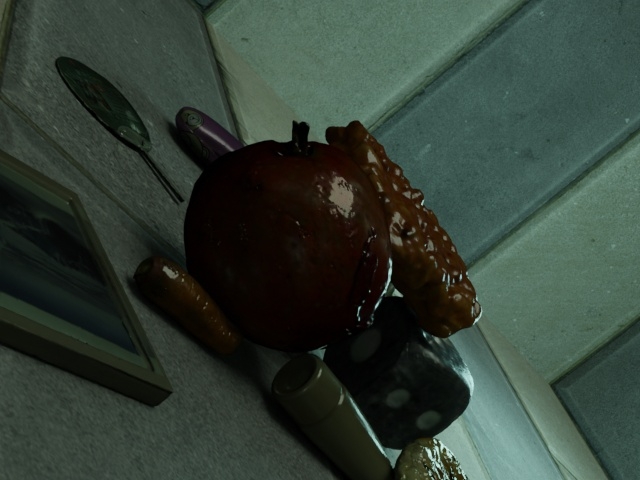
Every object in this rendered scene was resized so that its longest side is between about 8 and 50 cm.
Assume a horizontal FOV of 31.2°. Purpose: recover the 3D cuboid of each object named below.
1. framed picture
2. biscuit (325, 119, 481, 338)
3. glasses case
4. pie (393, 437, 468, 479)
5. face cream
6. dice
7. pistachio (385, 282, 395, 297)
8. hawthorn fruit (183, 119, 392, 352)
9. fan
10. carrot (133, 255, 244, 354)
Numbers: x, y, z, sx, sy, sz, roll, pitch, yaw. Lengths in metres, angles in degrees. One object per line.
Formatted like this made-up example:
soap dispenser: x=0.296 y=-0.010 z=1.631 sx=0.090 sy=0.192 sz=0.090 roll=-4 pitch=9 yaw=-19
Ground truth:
framed picture: x=-0.341 y=-0.020 z=1.128 sx=0.446 sy=0.028 sz=0.326 roll=36 pitch=17 yaw=-53
biscuit: x=0.123 y=-0.012 z=1.807 sx=0.312 sy=0.110 sz=0.318 roll=49 pitch=17 yaw=-34
glasses case: x=-0.157 y=-0.138 z=2.196 sx=0.316 sy=0.076 sz=0.123 roll=43 pitch=8 yaw=-25
pie: x=0.175 y=0.401 z=1.618 sx=0.274 sy=0.055 sz=0.274 roll=54 pitch=22 yaw=-35
face cream: x=0.056 y=0.297 z=1.598 sx=0.341 sy=0.084 sz=0.137 roll=53 pitch=5 yaw=-29
dice: x=0.124 y=0.215 z=1.856 sx=0.183 sy=0.181 sz=0.182 roll=40 pitch=17 yaw=-33
pistachio: x=0.000 y=0.000 z=1.998 sx=0.332 sy=0.226 sz=0.208 roll=44 pitch=27 yaw=-19
hawthorn fruit: x=-0.051 y=0.007 z=1.569 sx=0.316 sy=0.316 sz=0.316 roll=48 pitch=10 yaw=-12
fan: x=-0.335 y=-0.200 z=1.845 sx=0.223 sy=0.012 sz=0.294 roll=39 pitch=14 yaw=-48
carrot: x=-0.163 y=0.084 z=1.449 sx=0.186 sy=0.060 sz=0.060 roll=46 pitch=11 yaw=-35
